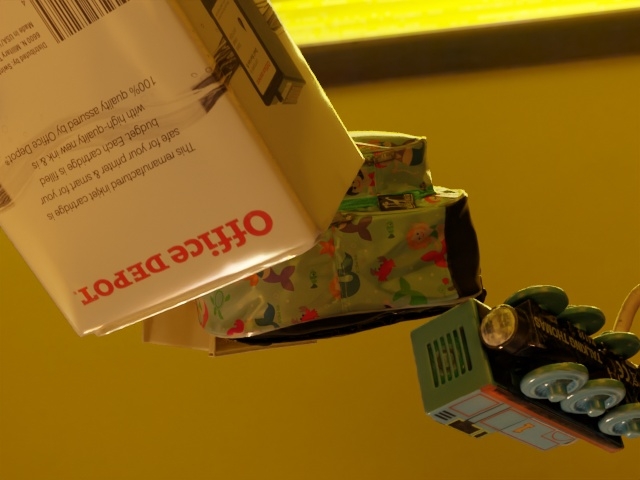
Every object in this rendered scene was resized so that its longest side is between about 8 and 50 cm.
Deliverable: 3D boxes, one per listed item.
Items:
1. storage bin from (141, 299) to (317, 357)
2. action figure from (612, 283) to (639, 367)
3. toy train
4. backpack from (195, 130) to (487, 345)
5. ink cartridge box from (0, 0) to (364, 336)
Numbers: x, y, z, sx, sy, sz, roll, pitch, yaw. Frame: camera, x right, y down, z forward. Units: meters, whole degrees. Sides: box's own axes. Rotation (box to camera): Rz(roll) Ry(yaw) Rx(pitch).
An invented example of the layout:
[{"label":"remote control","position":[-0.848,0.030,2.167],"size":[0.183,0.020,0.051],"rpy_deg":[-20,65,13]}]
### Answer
[{"label":"storage bin","position":[-0.115,0.017,1.531],"size":[0.262,0.123,0.260],"rpy_deg":[1,92,-60]},{"label":"action figure","position":[0.506,0.087,1.036],"size":[0.276,0.370,0.248],"rpy_deg":[45,51,-30]},{"label":"toy train","position":[0.146,0.091,0.730],"size":[0.184,0.105,0.080],"rpy_deg":[28,44,-42]},{"label":"backpack","position":[0.000,0.000,1.013],"size":[0.225,0.254,0.191],"rpy_deg":[-142,-144,-81]},{"label":"ink cartridge box","position":[-0.130,-0.100,0.683],"size":[0.273,0.198,0.115],"rpy_deg":[58,29,-17]}]
